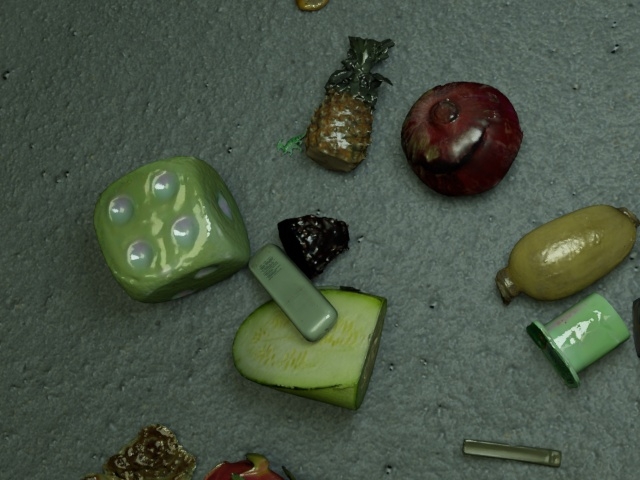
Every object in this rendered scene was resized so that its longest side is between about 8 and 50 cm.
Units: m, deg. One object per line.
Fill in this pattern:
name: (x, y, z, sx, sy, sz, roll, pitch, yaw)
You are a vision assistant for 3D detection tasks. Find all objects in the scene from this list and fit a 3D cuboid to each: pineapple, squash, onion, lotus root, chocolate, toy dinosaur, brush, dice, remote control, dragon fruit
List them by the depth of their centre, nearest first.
lotus root: (0.481, 0.028, 1.388, 0.303, 0.131, 0.146, -29, 74, 9)
brush: (0.378, 0.420, 1.410, 0.190, 0.027, 0.034, 5, 86, 8)
dragon fruit: (-0.149, 0.545, 1.440, 0.227, 0.224, 0.224, 41, 93, 19)
onion: (0.282, -0.213, 1.451, 0.246, 0.190, 0.247, -11, 65, 26)
squash: (-0.041, 0.202, 1.461, 0.308, 0.210, 0.234, 15, 63, 12)
remote control: (-0.065, 0.100, 1.493, 0.090, 0.038, 0.309, -44, 42, -2)
chocolate: (0.000, 0.000, 1.537, 0.133, 0.156, 0.156, -22, 75, -17)
dice: (-0.312, -0.019, 1.541, 0.249, 0.254, 0.252, -25, 77, 10)
pineapple: (0.076, -0.308, 1.550, 0.170, 0.141, 0.310, 9, 75, 44)
toy dinosaur: (-0.065, -0.228, 1.632, 0.062, 0.021, 0.083, 28, 90, 30)

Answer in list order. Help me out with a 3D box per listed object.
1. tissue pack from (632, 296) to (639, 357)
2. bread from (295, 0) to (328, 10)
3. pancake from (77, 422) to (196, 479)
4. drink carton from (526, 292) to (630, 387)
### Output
tissue pack: (0.625, 0.159, 1.317, 0.065, 0.155, 0.116, -3, 80, 13)
bread: (-0.040, -0.659, 1.668, 0.092, 0.074, 0.239, -17, 78, 7)
pancake: (-0.390, 0.541, 1.575, 0.257, 0.056, 0.212, -38, 74, 6)
drink carton: (0.499, 0.185, 1.360, 0.142, 0.146, 0.144, -32, 75, -1)
